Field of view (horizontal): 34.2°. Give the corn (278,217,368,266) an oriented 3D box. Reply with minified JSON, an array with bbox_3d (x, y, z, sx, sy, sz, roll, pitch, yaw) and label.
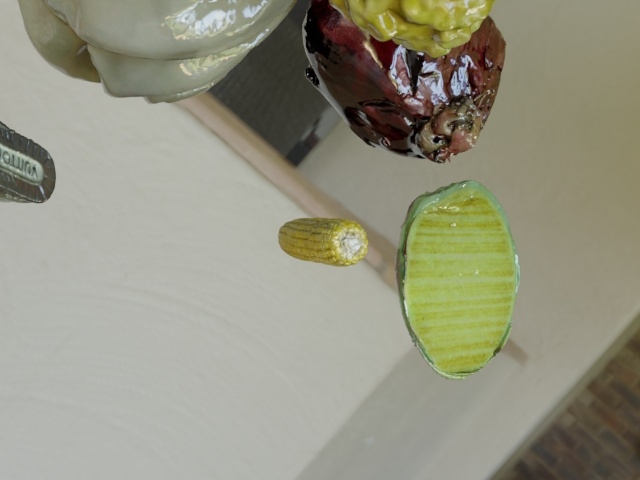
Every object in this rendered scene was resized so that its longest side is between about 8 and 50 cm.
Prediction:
[{"bbox_3d":[0.000,0.000,1.476,0.072,0.072,0.203,40,-15,-23],"label":"corn"}]

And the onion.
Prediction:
[{"bbox_3d":[0.103,-0.232,1.319,0.281,0.221,0.281,34,33,-26],"label":"onion"}]

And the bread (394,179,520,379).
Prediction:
[{"bbox_3d":[0.205,0.057,1.541,0.045,0.301,0.301,-4,-32,44],"label":"bread"}]

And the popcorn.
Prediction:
[{"bbox_3d":[0.085,-0.294,0.992,0.233,0.192,0.266,20,51,-26],"label":"popcorn"}]

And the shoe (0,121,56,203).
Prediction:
[{"bbox_3d":[-0.479,-0.114,1.324,0.149,0.109,0.293,-4,-20,24],"label":"shoe"}]

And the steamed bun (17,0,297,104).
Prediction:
[{"bbox_3d":[-0.201,-0.304,1.323,0.367,0.255,0.342,6,24,39],"label":"steamed bun"}]
